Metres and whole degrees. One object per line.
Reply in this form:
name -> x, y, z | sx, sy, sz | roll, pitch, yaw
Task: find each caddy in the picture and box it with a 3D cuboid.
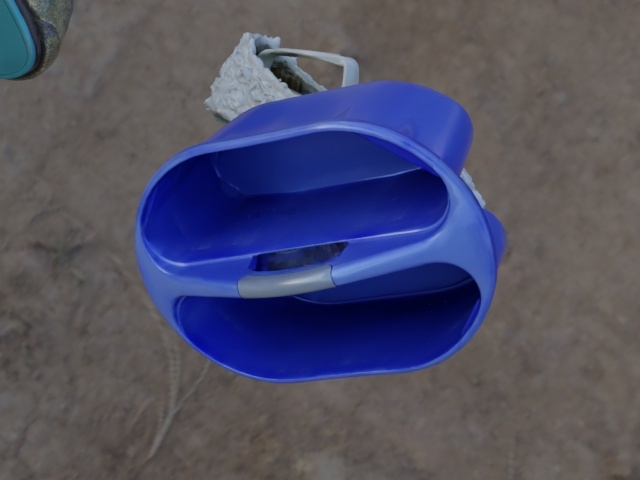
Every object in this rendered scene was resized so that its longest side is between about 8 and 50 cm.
caddy -> 0.000, 0.000, 1.243 | 0.179, 0.341, 0.241 | -53, 128, -54

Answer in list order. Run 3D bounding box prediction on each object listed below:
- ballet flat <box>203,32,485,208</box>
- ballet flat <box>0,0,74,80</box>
ballet flat -> 0.028, -0.134, 1.581 | 0.409, 0.147, 0.147 | 29, 33, 34
ballet flat -> -0.304, -0.298, 1.161 | 0.123, 0.123, 0.348 | -60, 136, -45
